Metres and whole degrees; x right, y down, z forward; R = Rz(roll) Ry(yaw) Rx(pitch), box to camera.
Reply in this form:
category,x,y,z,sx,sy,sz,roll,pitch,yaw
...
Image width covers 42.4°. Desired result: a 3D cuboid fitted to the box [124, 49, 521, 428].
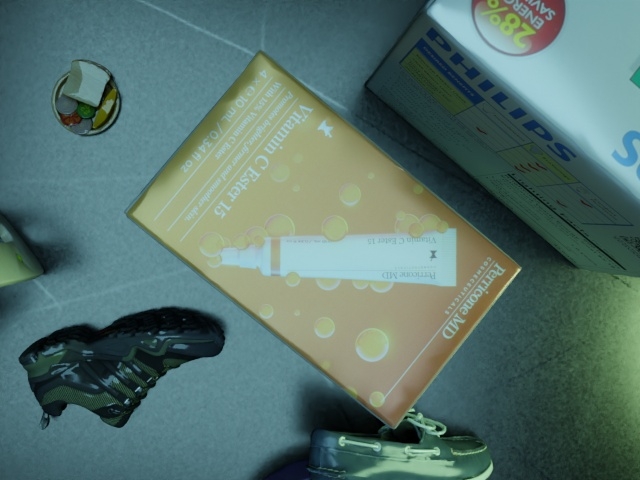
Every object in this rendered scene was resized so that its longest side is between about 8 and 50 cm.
category,x,y,z,sx,sy,sz,roll,pitch,yaw
box,0.000,0.000,0.891,0.345,0.168,0.215,39,88,-4

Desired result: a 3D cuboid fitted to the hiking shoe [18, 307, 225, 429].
category,x,y,z,sx,sy,sz,roll,pitch,yaw
hiking shoe,-0.214,0.147,0.929,0.226,0.086,0.114,-9,105,1

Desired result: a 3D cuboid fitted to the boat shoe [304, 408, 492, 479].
category,x,y,z,sx,sy,sz,roll,pitch,yaw
boat shoe,0.092,0.230,0.904,0.254,0.095,0.079,3,85,-32

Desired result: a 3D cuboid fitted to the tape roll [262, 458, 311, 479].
category,x,y,z,sx,sy,sz,roll,pitch,yaw
tape roll,-0.003,0.352,0.940,0.188,0.080,0.189,0,90,-5

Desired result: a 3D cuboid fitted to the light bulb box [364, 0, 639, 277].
category,x,y,z,sx,sy,sz,roll,pitch,yaw
light bulb box,0.264,-0.150,0.813,0.358,0.361,0.225,39,88,-4

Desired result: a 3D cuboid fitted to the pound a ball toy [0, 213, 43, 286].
category,x,y,z,sx,sy,sz,roll,pitch,yaw
pound a ball toy,-0.419,0.050,0.783,0.208,0.319,0.136,-39,93,-3

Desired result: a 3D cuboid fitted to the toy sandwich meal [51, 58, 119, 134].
category,x,y,z,sx,sy,sz,roll,pitch,yaw
toy sandwich meal,-0.267,-0.162,0.936,0.085,0.029,0.086,0,91,-4
